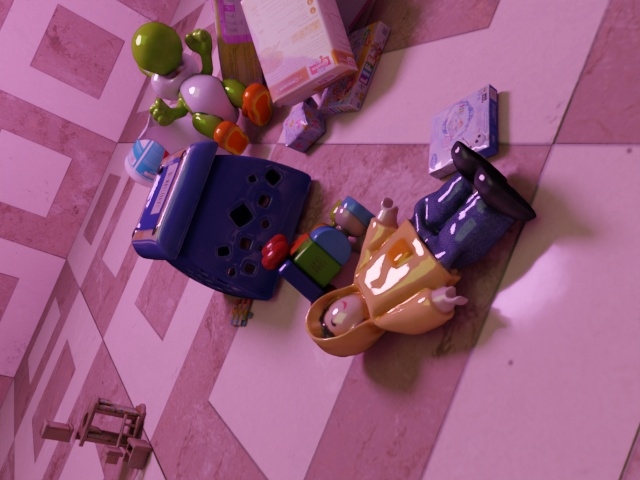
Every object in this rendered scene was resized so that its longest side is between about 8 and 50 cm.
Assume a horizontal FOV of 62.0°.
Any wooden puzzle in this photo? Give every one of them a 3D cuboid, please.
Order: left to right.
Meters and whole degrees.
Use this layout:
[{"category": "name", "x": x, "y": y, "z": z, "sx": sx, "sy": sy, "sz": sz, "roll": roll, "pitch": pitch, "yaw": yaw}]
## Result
[{"category": "wooden puzzle", "x": -0.142, "y": 0.129, "z": 0.955, "sx": 0.083, "sy": 0.006, "sz": 0.049, "roll": -10, "pitch": 61, "yaw": 54}]

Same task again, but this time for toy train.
[{"category": "toy train", "x": 0.000, "y": 0.000, "z": 0.762, "sx": 0.143, "sy": 0.105, "sz": 0.248, "roll": -46, "pitch": 9, "yaw": 1}]

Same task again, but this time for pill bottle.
[{"category": "pill bottle", "x": -0.473, "y": -0.288, "z": 1.608, "sx": 0.264, "sy": 0.146, "sz": 0.146, "roll": -41, "pitch": 39, "yaw": 34}]

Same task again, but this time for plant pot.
[{"category": "plant pot", "x": -0.187, "y": -0.040, "z": 0.936, "sx": 0.236, "sy": 0.212, "sz": 0.235, "roll": 0, "pitch": 69, "yaw": 59}]

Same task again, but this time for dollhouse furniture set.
[{"category": "dollhouse furniture set", "x": -0.446, "y": 0.376, "z": 1.077, "sx": 0.161, "sy": 0.182, "sz": 0.101, "roll": -2, "pitch": 68, "yaw": 57}]

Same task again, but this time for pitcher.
[{"category": "pitcher", "x": -0.323, "y": -0.258, "z": 1.298, "sx": 0.125, "sy": 0.207, "sz": 0.177, "roll": -52, "pitch": 28, "yaw": 27}]

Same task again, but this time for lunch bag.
[{"category": "lunch bag", "x": -0.030, "y": -0.216, "z": 0.979, "sx": 0.071, "sy": 0.053, "sz": 0.083, "roll": -40, "pitch": 49, "yaw": 39}]

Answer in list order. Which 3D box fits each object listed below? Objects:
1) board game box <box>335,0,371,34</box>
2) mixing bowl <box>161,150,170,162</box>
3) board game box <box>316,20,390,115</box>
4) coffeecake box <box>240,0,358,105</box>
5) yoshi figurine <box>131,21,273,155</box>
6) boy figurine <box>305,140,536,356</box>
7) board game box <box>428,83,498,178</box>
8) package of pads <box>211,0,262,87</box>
[{"category": "board game box", "x": -0.018, "y": -0.462, "z": 1.062, "sx": 0.224, "sy": 0.098, "sz": 0.303, "roll": -49, "pitch": 30, "yaw": 27}, {"category": "mixing bowl", "x": -0.366, "y": -0.182, "z": 1.404, "sx": 0.181, "sy": 0.098, "sz": 0.181, "roll": -44, "pitch": 39, "yaw": 52}, {"category": "board game box", "x": 0.056, "y": -0.295, "z": 0.926, "sx": 0.103, "sy": 0.026, "sz": 0.154, "roll": 11, "pitch": 79, "yaw": 59}, {"category": "coffeecake box", "x": -0.037, "y": -0.342, "z": 0.891, "sx": 0.142, "sy": 0.068, "sz": 0.185, "roll": -19, "pitch": 87, "yaw": 33}, {"category": "yoshi figurine", "x": -0.291, "y": -0.355, "z": 1.172, "sx": 0.362, "sy": 0.204, "sz": 0.203, "roll": 37, "pitch": 129, "yaw": 19}, {"category": "boy figurine", "x": 0.091, "y": 0.025, "z": 0.594, "sx": 0.285, "sy": 0.092, "sz": 0.177, "roll": -46, "pitch": 42, "yaw": 25}, {"category": "board game box", "x": 0.172, "y": -0.130, "z": 0.643, "sx": 0.090, "sy": 0.020, "sz": 0.090, "roll": -21, "pitch": 53, "yaw": 49}, {"category": "package of pads", "x": -0.191, "y": -0.507, "z": 1.248, "sx": 0.296, "sy": 0.101, "sz": 0.229, "roll": 90, "pitch": 174, "yaw": -47}]
